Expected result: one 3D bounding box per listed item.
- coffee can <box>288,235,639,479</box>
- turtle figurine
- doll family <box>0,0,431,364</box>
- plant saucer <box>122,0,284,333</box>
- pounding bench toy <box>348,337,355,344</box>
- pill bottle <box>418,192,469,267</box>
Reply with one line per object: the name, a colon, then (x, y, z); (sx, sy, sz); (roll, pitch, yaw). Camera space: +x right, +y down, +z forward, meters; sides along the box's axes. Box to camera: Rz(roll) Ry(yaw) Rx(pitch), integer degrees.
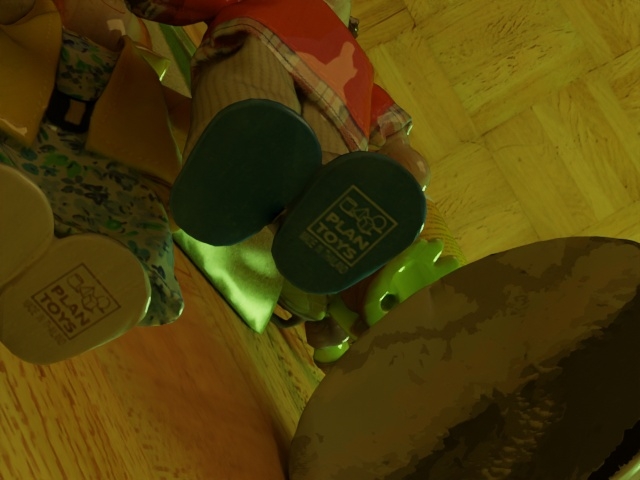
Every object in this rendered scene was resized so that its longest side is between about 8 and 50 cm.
coffee can: (0.136, 0.165, 0.787); (0.275, 0.201, 0.201); (58, 5, -27)
turtle figurine: (0.000, 0.000, 0.940); (0.217, 0.087, 0.269); (38, -37, 54)
doll family: (-0.096, -0.068, 0.386); (0.263, 0.118, 0.163); (40, 18, -21)
plant saucer: (-0.078, -0.069, 0.868); (0.188, 0.045, 0.188); (63, 5, 35)
pounding bench toy: (0.038, 0.085, 1.175); (0.065, 0.052, 0.083); (60, 4, 3)
pill bottle: (0.075, 0.035, 1.493); (0.215, 0.117, 0.117); (63, 5, 28)
